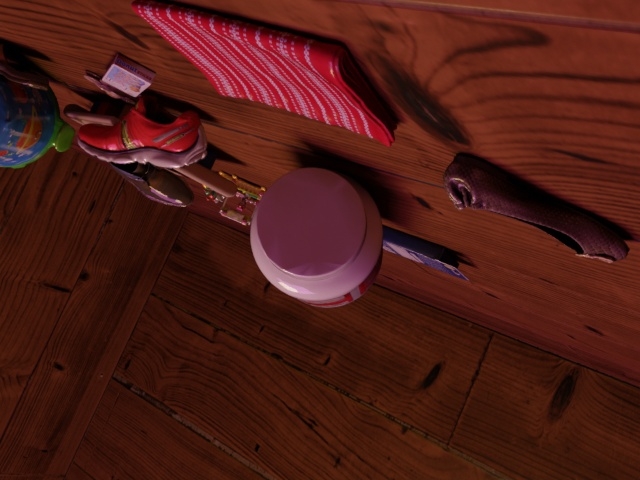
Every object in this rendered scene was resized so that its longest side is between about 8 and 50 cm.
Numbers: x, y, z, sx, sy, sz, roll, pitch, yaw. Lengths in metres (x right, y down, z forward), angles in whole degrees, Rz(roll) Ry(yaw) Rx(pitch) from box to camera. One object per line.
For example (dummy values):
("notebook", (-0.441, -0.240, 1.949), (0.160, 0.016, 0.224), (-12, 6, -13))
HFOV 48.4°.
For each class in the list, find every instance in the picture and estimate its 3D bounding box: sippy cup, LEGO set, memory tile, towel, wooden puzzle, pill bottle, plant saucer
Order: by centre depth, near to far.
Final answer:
("towel", (-0.057, -0.186, 0.794), (0.274, 0.031, 0.199), (22, 173, 27))
("pill bottle", (0.000, 0.000, 1.289), (0.229, 0.229, 0.408), (23, 174, 7))
("memory tile", (-0.367, -0.276, 1.351), (0.148, 0.012, 0.113), (23, 174, 15))
("sippy cup", (-0.696, -0.268, 1.496), (0.305, 0.240, 0.224), (-17, -173, -1))
("wooden puzzle", (-0.377, -0.224, 1.605), (0.322, 0.081, 0.347), (29, 177, -39))
("plant saucer", (-0.354, -0.153, 1.723), (0.083, 0.015, 0.083), (26, 178, 1))
("LEGO set", (-0.236, -0.107, 1.875), (0.287, 0.107, 0.132), (19, 172, 29))

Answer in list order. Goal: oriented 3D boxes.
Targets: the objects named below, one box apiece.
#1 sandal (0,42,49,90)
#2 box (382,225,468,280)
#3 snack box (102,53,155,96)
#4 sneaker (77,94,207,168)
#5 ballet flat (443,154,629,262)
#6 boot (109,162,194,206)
("sandal", (-0.614, -0.353, 1.400), (0.219, 0.060, 0.090), (26, -167, 29))
("box", (0.221, 0.025, 1.586), (0.225, 0.037, 0.136), (23, 175, 29))
("snack box", (-0.317, -0.267, 1.167), (0.064, 0.022, 0.178), (27, 174, -22))
("sneaker", (-0.323, -0.206, 1.293), (0.279, 0.118, 0.107), (7, -156, 24))
("ballet flat", (0.255, -0.025, 0.850), (0.249, 0.058, 0.084), (25, 175, -12))
("boot", (-0.394, -0.141, 1.624), (0.219, 0.082, 0.106), (29, 180, -4))
